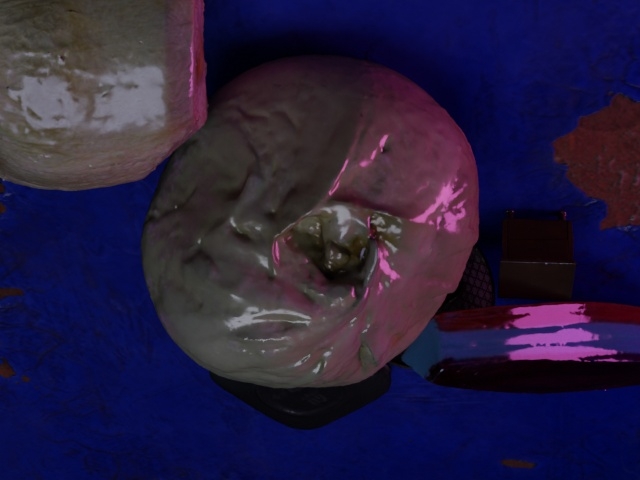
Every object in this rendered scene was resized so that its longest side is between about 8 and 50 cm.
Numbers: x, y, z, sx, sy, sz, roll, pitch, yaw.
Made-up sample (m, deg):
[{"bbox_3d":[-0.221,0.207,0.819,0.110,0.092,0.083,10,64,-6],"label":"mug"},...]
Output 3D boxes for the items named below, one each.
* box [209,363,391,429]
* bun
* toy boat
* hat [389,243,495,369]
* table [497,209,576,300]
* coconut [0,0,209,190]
[{"bbox_3d":[-0.028,0.177,2.012,0.201,0.042,0.212,31,135,-32],"label":"box"},{"bbox_3d":[0.000,0.000,1.556,0.361,0.213,0.361,-7,114,-17],"label":"bun"},{"bbox_3d":[0.275,0.126,1.781,0.392,0.079,0.136,2,141,-31],"label":"toy boat"},{"bbox_3d":[0.119,0.049,1.813,0.193,0.082,0.193,5,106,17],"label":"hat"},{"bbox_3d":[0.242,0.014,1.744,0.083,0.082,0.070,1,141,5],"label":"table"},{"bbox_3d":[-0.228,-0.188,1.381,0.254,0.297,0.297,0,142,1],"label":"coconut"}]
